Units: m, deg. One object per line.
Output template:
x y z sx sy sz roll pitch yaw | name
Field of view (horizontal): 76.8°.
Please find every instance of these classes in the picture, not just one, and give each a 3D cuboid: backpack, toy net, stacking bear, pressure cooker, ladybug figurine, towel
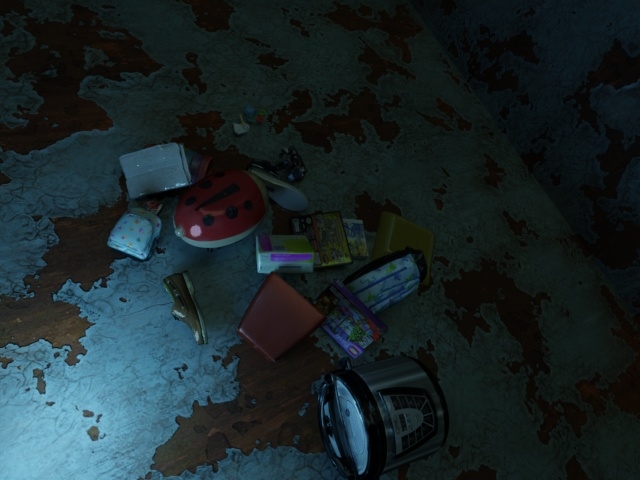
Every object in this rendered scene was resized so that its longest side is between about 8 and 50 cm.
0.258 0.192 1.768 0.355 0.290 0.273 -10 83 -18 | backpack
-0.370 -0.607 2.079 0.122 0.045 0.232 27 58 -10 | toy net
-0.701 -0.032 1.547 0.166 0.144 0.188 23 65 -8 | backpack
-0.631 -0.332 1.754 0.289 0.164 0.175 16 58 -9 | stacking bear
0.192 0.632 1.442 0.420 0.375 0.370 -5 28 -25 | pressure cooker
-0.389 -0.147 1.631 0.305 0.162 0.449 44 55 6 | ladybug figurine
-0.676 -0.288 1.661 0.282 0.049 0.187 -14 92 5 | towel

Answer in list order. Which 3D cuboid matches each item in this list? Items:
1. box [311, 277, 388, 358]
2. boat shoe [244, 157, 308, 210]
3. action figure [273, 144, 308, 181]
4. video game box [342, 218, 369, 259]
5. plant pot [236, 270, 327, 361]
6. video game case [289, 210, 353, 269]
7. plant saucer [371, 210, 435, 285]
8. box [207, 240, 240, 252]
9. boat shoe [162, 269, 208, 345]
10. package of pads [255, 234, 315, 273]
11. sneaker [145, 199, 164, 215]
0.105 0.323 1.668 0.293 0.201 0.057 44 32 5 | box
-0.204 -0.274 1.922 0.340 0.127 0.158 27 39 -20 | boat shoe
-0.138 -0.370 1.965 0.185 0.099 0.285 50 18 -12 | action figure
0.129 -0.010 1.957 0.187 0.048 0.205 2 62 -19 | video game box
-0.172 0.314 1.538 0.267 0.267 0.236 40 69 2 | plant pot
0.000 0.000 1.869 0.248 0.035 0.275 -8 65 -10 | video game case
0.446 0.021 2.054 0.333 0.081 0.333 24 56 -9 | plant saucer
-0.431 -0.057 1.719 0.158 0.093 0.156 -22 73 -32 | box
-0.506 0.262 1.511 0.104 0.111 0.307 -15 60 -25 | boat shoe
-0.146 0.049 1.651 0.229 0.296 0.101 1 104 -11 | package of pads
-0.705 -0.118 1.666 0.067 0.042 0.118 28 48 -11 | sneaker
